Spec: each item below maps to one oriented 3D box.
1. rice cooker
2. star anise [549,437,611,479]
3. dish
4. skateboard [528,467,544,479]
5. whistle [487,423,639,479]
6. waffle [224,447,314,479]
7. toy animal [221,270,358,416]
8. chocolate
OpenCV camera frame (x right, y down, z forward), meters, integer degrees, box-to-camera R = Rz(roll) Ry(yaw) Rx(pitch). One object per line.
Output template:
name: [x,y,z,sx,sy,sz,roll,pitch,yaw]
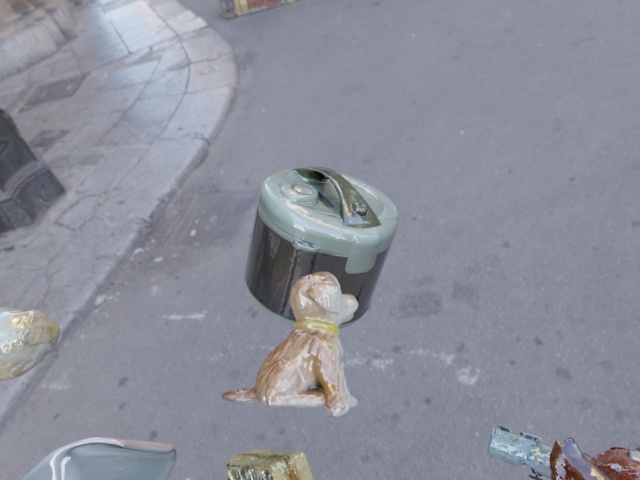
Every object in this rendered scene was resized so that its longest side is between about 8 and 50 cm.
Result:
rice cooker: [0.000,0.000,1.093,0.335,0.325,0.335,11,30,-6]
star anise: [0.311,0.361,0.507,0.088,0.288,0.288,-22,39,21]
dish: [-0.259,0.301,0.526,0.234,0.154,0.064,-44,45,13]
skateboard: [0.574,0.608,1.321,0.151,0.067,0.080,22,80,-6]
whistle: [0.465,0.392,0.804,0.346,0.133,0.142,12,15,28]
waffle: [-0.084,0.678,1.102,0.114,0.376,0.261,-10,-11,-38]
toy animal: [-0.042,0.132,0.652,0.184,0.104,0.185,0,82,8]
chocolate: [-0.623,0.190,0.858,0.309,0.134,0.134,-8,42,6]
